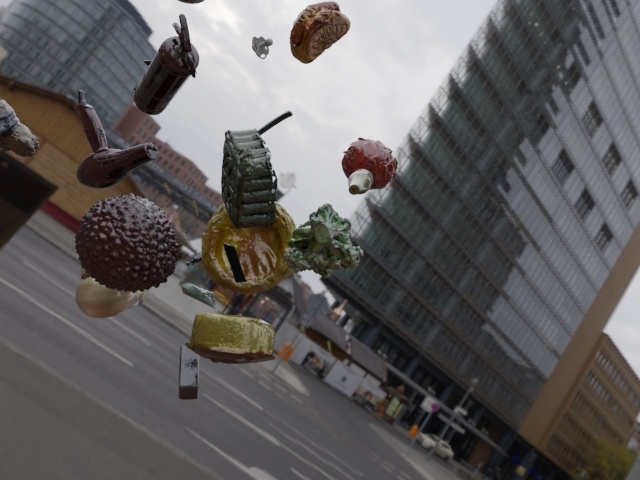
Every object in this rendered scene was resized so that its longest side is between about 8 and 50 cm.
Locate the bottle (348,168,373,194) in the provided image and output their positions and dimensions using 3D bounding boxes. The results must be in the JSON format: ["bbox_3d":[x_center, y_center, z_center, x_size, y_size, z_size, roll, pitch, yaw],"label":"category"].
[{"bbox_3d":[0.134,-0.199,1.976,0.083,0.083,0.270,34,16,2],"label":"bottle"}]

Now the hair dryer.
[{"bbox_3d":[-0.710,-0.359,1.877,0.123,0.312,0.341,-18,89,-65],"label":"hair dryer"}]

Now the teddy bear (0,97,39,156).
[{"bbox_3d":[-0.894,-0.327,1.557,0.251,0.129,0.182,31,24,-21],"label":"teddy bear"}]

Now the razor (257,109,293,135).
[{"bbox_3d":[-0.164,-0.358,1.796,0.068,0.191,0.037,43,29,-32],"label":"razor"}]

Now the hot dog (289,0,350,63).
[{"bbox_3d":[-0.014,-0.800,2.135,0.150,0.256,0.153,40,-13,39],"label":"hot dog"}]

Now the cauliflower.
[{"bbox_3d":[0.000,0.000,1.812,0.315,0.256,0.239,94,-28,-72],"label":"cauliflower"}]

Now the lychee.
[{"bbox_3d":[-0.590,0.011,1.745,0.330,0.306,0.306,19,-17,43],"label":"lychee"}]

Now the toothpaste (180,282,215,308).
[{"bbox_3d":[-0.432,0.192,2.027,0.218,0.041,0.064,44,32,-62],"label":"toothpaste"}]

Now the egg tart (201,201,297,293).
[{"bbox_3d":[-0.265,0.018,2.163,0.387,0.388,0.169,33,-6,9],"label":"egg tart"}]

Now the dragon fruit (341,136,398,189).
[{"bbox_3d":[0.215,-0.333,2.494,0.252,0.241,0.241,3,-6,-8],"label":"dragon fruit"}]

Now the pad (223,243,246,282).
[{"bbox_3d":[-0.276,0.075,1.837,0.190,0.004,0.128,62,9,-86],"label":"pad"}]

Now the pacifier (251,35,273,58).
[{"bbox_3d":[-0.201,-0.697,2.034,0.077,0.099,0.082,-14,-78,31],"label":"pacifier"}]

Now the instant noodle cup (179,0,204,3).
[{"bbox_3d":[-0.359,-0.823,1.616,0.230,0.230,0.182,40,-32,-29],"label":"instant noodle cup"}]

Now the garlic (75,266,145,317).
[{"bbox_3d":[-0.842,0.164,2.252,0.312,0.287,0.249,4,-9,16],"label":"garlic"}]

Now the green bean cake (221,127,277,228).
[{"bbox_3d":[-0.221,-0.188,1.711,0.241,0.131,0.255,-118,-151,-46],"label":"green bean cake"}]

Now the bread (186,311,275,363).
[{"bbox_3d":[-0.266,0.303,1.728,0.269,0.148,0.270,7,-12,1],"label":"bread"}]

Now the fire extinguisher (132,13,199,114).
[{"bbox_3d":[-0.378,-0.427,1.399,0.341,0.105,0.142,-20,-83,57],"label":"fire extinguisher"}]

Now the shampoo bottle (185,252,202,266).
[{"bbox_3d":[-0.461,0.063,2.224,0.027,0.137,0.048,67,-14,-20],"label":"shampoo bottle"}]

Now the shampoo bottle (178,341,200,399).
[{"bbox_3d":[-0.511,0.499,2.216,0.079,0.080,0.246,2,37,-13],"label":"shampoo bottle"}]
